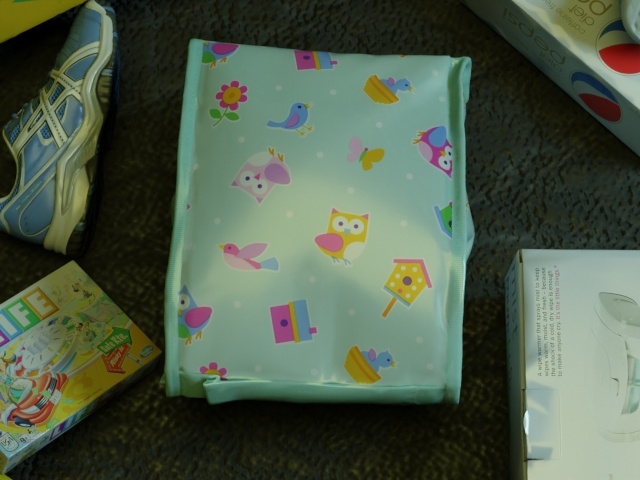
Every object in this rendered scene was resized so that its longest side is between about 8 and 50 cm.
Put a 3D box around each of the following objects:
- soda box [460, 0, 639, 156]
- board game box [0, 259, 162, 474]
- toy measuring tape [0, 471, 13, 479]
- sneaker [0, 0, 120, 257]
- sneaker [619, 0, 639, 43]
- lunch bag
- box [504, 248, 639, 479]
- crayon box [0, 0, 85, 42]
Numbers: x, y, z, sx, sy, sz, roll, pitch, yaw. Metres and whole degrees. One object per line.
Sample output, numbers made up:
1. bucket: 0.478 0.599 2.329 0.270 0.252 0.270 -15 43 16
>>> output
1. soda box: 0.211 -0.157 1.401 0.216 0.074 0.069 42 76 13
2. board game box: -0.207 0.091 1.313 0.103 0.026 0.154 44 51 14
3. toy measuring tape: -0.262 0.216 1.260 0.330 0.121 0.121 31 74 16
4. sneaker: -0.202 -0.095 1.382 0.081 0.080 0.211 9 70 1
5. sneaker: 0.349 -0.229 1.339 0.256 0.094 0.151 -7 40 11
6. lunch bag: 0.000 0.000 1.308 0.223 0.160 0.262 3 66 1
7. box: 0.250 0.145 1.271 0.231 0.127 0.262 0 72 1
8. crayon box: -0.234 -0.276 1.417 0.323 0.083 0.203 -27 56 -9
